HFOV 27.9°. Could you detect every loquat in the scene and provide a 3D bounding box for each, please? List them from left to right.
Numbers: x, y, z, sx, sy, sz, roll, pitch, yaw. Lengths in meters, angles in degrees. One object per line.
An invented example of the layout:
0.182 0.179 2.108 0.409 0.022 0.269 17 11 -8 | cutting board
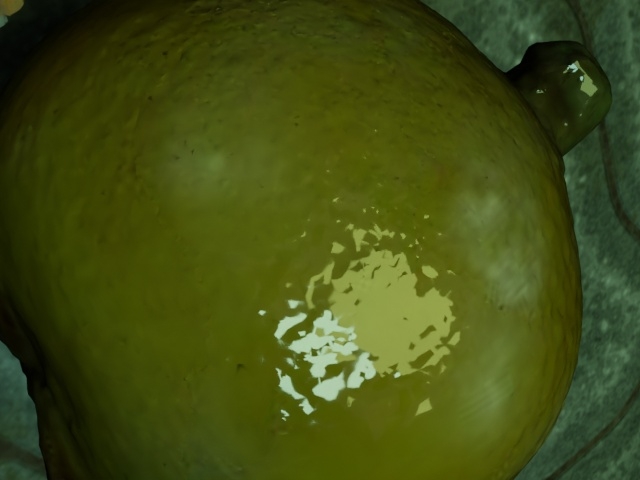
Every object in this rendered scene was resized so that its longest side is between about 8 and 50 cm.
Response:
0.000 0.000 0.673 0.359 0.328 0.328 -31 125 -12 | loquat

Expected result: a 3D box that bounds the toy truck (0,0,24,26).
-0.315 -0.081 0.484 0.387 0.173 0.207 -40 137 -26 | toy truck
